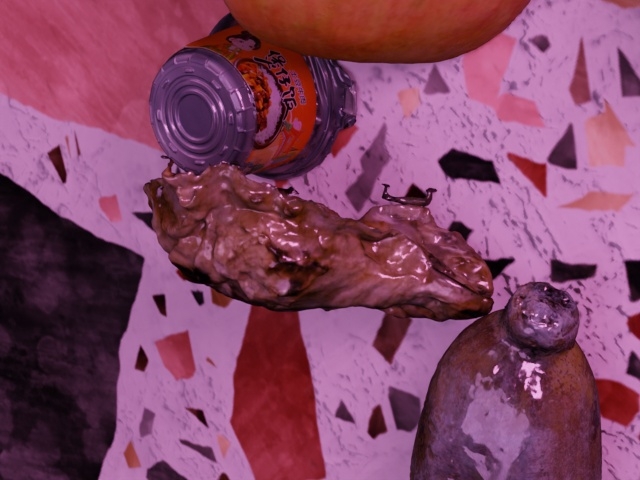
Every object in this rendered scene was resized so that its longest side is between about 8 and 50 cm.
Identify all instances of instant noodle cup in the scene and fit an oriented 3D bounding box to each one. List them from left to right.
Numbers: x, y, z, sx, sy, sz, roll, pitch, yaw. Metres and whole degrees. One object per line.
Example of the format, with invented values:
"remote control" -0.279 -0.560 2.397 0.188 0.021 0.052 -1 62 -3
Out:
"instant noodle cup" -0.084 -0.133 1.623 0.208 0.125 0.177 -12 97 39

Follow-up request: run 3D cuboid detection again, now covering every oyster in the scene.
"oyster" -0.001 0.001 1.552 0.337 0.198 0.133 10 96 -6

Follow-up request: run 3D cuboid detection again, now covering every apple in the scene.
"apple" 0.051 -0.300 1.436 0.252 0.314 0.309 -128 41 -71

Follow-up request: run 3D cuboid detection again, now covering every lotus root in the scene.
"lotus root" 0.171 0.191 1.521 0.175 0.175 0.349 19 115 31
